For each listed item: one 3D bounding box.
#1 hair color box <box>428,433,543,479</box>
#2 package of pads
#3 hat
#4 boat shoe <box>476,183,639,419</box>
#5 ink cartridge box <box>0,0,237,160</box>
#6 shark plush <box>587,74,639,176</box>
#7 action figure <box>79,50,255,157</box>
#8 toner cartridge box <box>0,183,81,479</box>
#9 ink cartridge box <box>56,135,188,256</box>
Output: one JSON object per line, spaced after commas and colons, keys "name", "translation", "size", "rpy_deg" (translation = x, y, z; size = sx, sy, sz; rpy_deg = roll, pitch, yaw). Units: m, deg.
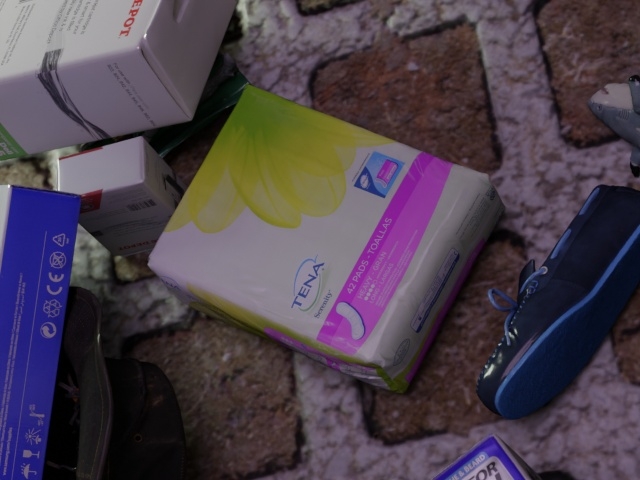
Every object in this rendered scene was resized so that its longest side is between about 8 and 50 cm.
{"name": "hair color box", "translation": [0.220, 0.336, 1.347], "size": [0.110, 0.185, 0.339], "rpy_deg": [-37, 60, 4]}
{"name": "package of pads", "translation": [0.000, 0.000, 1.622], "size": [0.296, 0.101, 0.229], "rpy_deg": [23, 77, 28]}
{"name": "hat", "translation": [-0.203, 0.214, 1.578], "size": [0.331, 0.134, 0.331], "rpy_deg": [-172, 90, -66]}
{"name": "boat shoe", "translation": [0.223, 0.057, 1.527], "size": [0.089, 0.109, 0.258], "rpy_deg": [29, 64, 35]}
{"name": "ink cartridge box", "translation": [-0.247, -0.207, 1.742], "size": [0.273, 0.115, 0.198], "rpy_deg": [-8, 46, 27]}
{"name": "shark plush", "translation": [0.324, -0.088, 1.581], "size": [0.067, 0.073, 0.161], "rpy_deg": [-37, 80, 25]}
{"name": "action figure", "translation": [-0.189, -0.124, 1.766], "size": [0.232, 0.063, 0.137], "rpy_deg": [-43, 48, -5]}
{"name": "toner cartridge box", "translation": [-0.312, 0.121, 1.601], "size": [0.165, 0.075, 0.347], "rpy_deg": [3, 85, 65]}
{"name": "ink cartridge box", "translation": [-0.198, -0.043, 1.695], "size": [0.099, 0.135, 0.056], "rpy_deg": [-13, 61, 15]}
